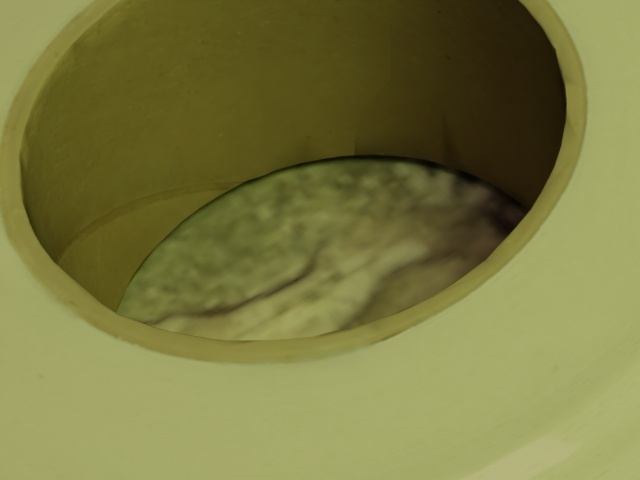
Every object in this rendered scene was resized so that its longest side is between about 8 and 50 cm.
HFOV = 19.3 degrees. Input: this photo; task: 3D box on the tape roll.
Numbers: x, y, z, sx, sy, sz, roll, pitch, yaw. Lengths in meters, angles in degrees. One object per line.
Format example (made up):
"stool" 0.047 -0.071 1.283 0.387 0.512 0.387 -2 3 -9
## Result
"tape roll" 0.000 0.000 0.503 0.286 0.100 0.286 -5 50 7
